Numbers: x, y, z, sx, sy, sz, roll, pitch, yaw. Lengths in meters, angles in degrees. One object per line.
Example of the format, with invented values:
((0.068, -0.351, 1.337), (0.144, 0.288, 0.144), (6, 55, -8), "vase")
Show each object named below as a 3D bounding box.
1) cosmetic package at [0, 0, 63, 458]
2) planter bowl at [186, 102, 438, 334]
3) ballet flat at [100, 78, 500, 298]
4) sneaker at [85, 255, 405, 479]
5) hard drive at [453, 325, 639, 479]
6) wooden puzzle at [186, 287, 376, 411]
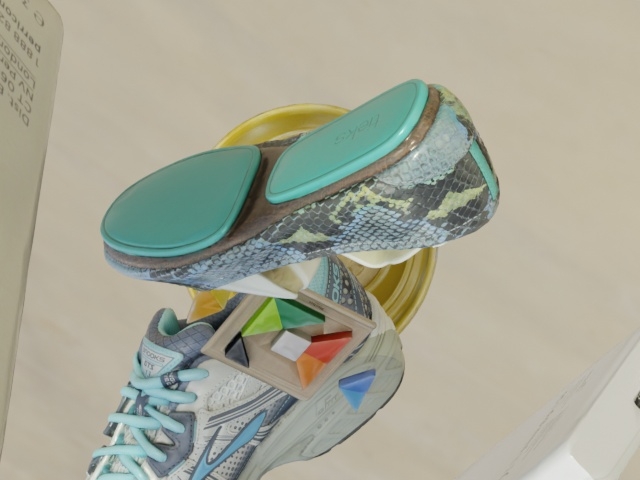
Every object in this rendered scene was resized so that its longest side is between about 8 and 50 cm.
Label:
((-0.158, 0.039, 0.406), (0.160, 0.309, 0.113), (-24, 128, 18), "cosmetic package")
((0.000, 0.000, 1.607), (0.217, 0.217, 0.090), (28, -175, 15), "planter bowl")
((-0.009, -0.007, 0.747), (0.188, 0.070, 0.070), (-14, 134, 46), "ballet flat")
((-0.083, 0.104, 1.105), (0.110, 0.283, 0.122), (21, 149, 46), "sneaker")
((0.109, 0.175, 1.269), (0.040, 0.203, 0.307), (45, 127, 2), "hard drive")
((-0.018, 0.052, 1.017), (0.116, 0.014, 0.078), (21, 129, -17), "wooden puzzle")
